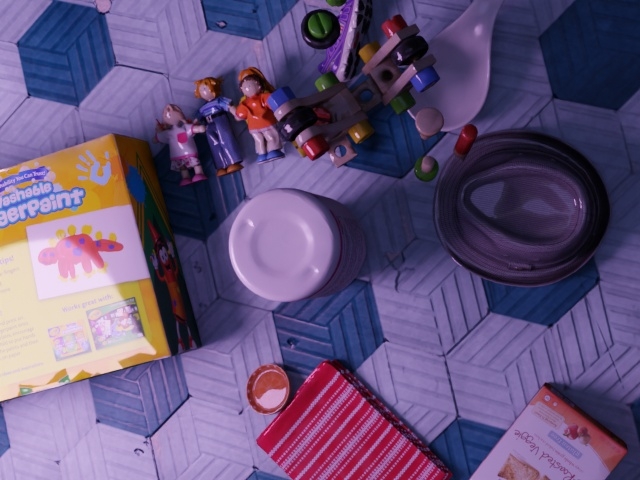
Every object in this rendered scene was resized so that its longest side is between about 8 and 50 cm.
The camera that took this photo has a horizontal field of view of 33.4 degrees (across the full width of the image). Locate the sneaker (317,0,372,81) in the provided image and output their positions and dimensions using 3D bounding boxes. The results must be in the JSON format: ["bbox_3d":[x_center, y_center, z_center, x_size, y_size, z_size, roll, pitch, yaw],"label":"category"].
[{"bbox_3d":[0.034,-0.343,1.716,0.071,0.068,0.169,18,94,19],"label":"sneaker"}]

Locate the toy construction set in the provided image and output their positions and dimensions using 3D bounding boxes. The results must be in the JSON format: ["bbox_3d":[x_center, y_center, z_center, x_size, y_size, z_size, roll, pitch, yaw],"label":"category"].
[{"bbox_3d":[0.084,-0.192,1.630,0.309,0.237,0.257,31,82,7],"label":"toy construction set"}]

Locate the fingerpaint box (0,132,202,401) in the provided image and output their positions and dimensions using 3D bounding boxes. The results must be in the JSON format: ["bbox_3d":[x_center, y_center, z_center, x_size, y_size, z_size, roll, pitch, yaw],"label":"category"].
[{"bbox_3d":[-0.466,0.063,1.782,0.445,0.163,0.371,-17,86,13],"label":"fingerpaint box"}]

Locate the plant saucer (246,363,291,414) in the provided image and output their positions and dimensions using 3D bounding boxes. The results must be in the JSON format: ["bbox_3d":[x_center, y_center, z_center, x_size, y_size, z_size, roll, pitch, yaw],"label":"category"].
[{"bbox_3d":[-0.084,0.245,1.750,0.084,0.013,0.083,-9,72,28],"label":"plant saucer"}]

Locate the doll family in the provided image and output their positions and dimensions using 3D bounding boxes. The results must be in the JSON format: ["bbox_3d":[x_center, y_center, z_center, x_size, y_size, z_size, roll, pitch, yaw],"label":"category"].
[{"bbox_3d":[-0.147,-0.196,1.748,0.263,0.118,0.163,-14,92,31],"label":"doll family"}]

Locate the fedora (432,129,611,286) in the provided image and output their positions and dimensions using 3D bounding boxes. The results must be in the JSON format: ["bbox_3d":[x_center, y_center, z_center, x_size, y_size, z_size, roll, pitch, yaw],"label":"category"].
[{"bbox_3d":[0.299,-0.051,1.614,0.276,0.124,0.243,18,93,13],"label":"fedora"}]

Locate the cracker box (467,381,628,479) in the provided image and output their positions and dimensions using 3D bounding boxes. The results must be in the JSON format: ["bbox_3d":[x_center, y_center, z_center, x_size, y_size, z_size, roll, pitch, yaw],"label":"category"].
[{"bbox_3d":[0.335,0.356,1.628,0.156,0.067,0.232,38,98,12],"label":"cracker box"}]

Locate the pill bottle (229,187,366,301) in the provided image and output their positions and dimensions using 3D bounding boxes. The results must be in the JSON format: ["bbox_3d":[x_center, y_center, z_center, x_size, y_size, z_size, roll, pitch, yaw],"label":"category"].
[{"bbox_3d":[-0.021,0.009,1.602,0.160,0.283,0.160,0,89,14],"label":"pill bottle"}]

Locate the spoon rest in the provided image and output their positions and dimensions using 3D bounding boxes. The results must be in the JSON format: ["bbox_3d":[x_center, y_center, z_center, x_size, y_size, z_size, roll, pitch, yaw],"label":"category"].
[{"bbox_3d":[0.227,-0.301,1.657,0.137,0.084,0.276,30,95,13],"label":"spoon rest"}]

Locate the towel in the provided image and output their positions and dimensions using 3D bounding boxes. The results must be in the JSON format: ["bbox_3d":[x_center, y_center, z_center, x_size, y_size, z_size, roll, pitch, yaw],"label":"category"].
[{"bbox_3d":[0.049,0.348,1.718,0.275,0.031,0.199,43,100,11],"label":"towel"}]
